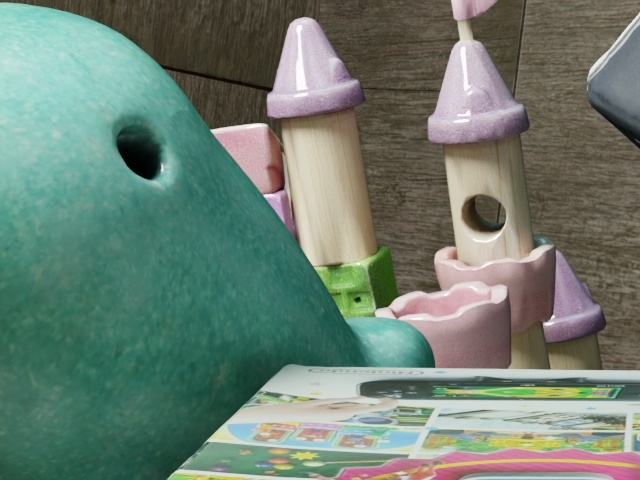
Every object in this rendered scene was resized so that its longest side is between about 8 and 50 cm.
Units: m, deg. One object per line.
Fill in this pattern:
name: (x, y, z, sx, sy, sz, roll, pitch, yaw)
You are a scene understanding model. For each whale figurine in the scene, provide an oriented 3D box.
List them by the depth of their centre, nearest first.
whale figurine: (-0.054, 0.022, 0.651, 0.272, 0.216, 0.141, 25, -42, -26)

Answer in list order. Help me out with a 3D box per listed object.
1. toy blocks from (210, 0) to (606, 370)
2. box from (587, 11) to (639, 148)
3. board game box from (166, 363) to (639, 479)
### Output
toy blocks: (0.000, 0.000, 1.084, 0.289, 0.260, 0.309, -6, 11, 24)
box: (0.336, 0.008, 0.673, 0.293, 0.212, 0.395, 37, 3, -32)
board game box: (0.073, 0.100, 0.463, 0.224, 0.097, 0.303, -1, 7, 10)
